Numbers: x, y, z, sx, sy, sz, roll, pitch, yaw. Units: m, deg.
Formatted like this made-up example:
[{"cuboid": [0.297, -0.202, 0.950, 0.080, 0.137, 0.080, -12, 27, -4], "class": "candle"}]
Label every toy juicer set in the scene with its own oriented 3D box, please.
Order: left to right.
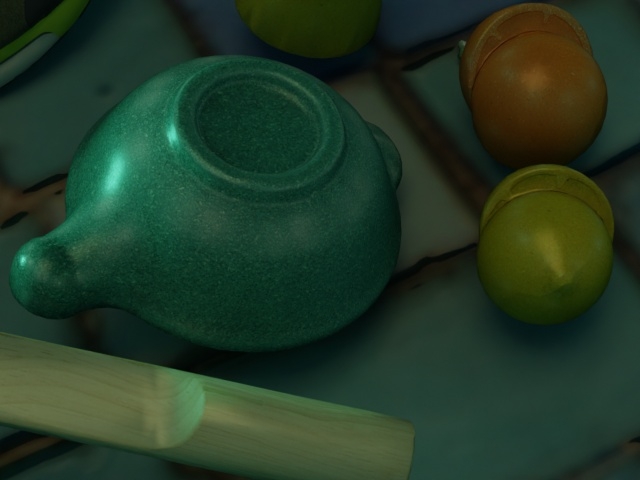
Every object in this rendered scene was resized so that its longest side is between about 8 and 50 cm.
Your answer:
[{"cuboid": [0.000, 0.000, 0.520, 0.209, 0.089, 0.329, 29, 52, 7], "class": "toy juicer set"}]

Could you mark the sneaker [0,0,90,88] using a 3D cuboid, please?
[{"cuboid": [-0.231, -0.113, 0.583, 0.300, 0.121, 0.111, -26, 58, -14], "class": "sneaker"}]
